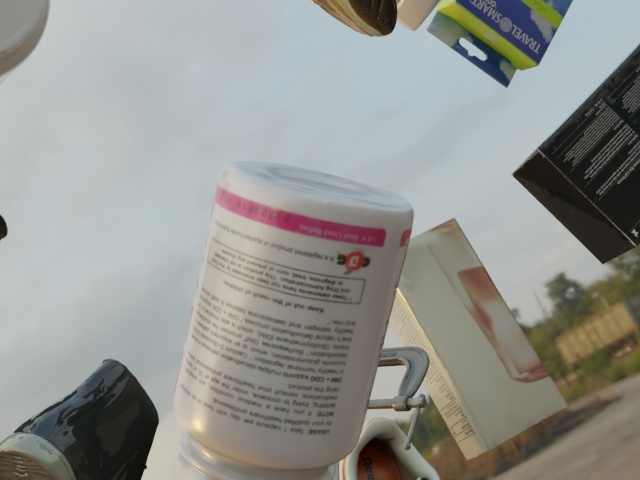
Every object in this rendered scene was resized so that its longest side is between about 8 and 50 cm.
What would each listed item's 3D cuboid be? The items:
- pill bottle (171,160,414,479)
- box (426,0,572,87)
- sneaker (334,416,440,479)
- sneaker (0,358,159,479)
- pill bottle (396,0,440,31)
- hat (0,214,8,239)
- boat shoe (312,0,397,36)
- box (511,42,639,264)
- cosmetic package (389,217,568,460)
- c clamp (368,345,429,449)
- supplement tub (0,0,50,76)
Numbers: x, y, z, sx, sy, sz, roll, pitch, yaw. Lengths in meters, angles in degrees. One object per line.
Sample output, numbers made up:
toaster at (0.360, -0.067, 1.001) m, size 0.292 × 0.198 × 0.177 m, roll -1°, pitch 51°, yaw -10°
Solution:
pill bottle at (-0.031, 0.088, 0.797) m, size 0.160 × 0.160 × 0.283 m, roll -4°, pitch -71°, yaw -59°
box at (0.188, -0.249, 0.921) m, size 0.178 × 0.109 × 0.042 m, roll -62°, pitch 19°, yaw -8°
sneaker at (0.095, 0.363, 1.146) m, size 0.126 × 0.321 × 0.127 m, roll -12°, pitch -27°, yaw -24°
sneaker at (-0.159, 0.201, 0.699) m, size 0.118 × 0.083 × 0.222 m, roll -46°, pitch -35°, yaw -52°
pill bottle at (0.063, -0.521, 1.594) m, size 0.204 × 0.361 × 0.204 m, roll -53°, pitch 5°, yaw 7°
hat at (-0.450, 0.085, 0.947) m, size 0.331 × 0.134 × 0.331 m, roll -27°, pitch -14°, yaw -7°
boat shoe at (-0.011, -0.230, 0.790) m, size 0.072 × 0.068 × 0.190 m, roll -15°, pitch -42°, yaw 36°
box at (0.424, -0.125, 1.342) m, size 0.261 × 0.184 × 0.103 m, roll -43°, pitch -6°, yaw -20°
cosmetic package at (0.195, 0.138, 1.339) m, size 0.129 × 0.296 × 0.153 m, roll -25°, pitch -13°, yaw -12°
c clamp at (0.055, 0.167, 1.078) m, size 0.161 × 0.022 × 0.137 m, roll -5°, pitch 41°, yaw 40°
supplement tub at (-0.505, -0.322, 1.322) m, size 0.241 × 0.241 × 0.331 m, roll -21°, pitch 9°, yaw -25°
